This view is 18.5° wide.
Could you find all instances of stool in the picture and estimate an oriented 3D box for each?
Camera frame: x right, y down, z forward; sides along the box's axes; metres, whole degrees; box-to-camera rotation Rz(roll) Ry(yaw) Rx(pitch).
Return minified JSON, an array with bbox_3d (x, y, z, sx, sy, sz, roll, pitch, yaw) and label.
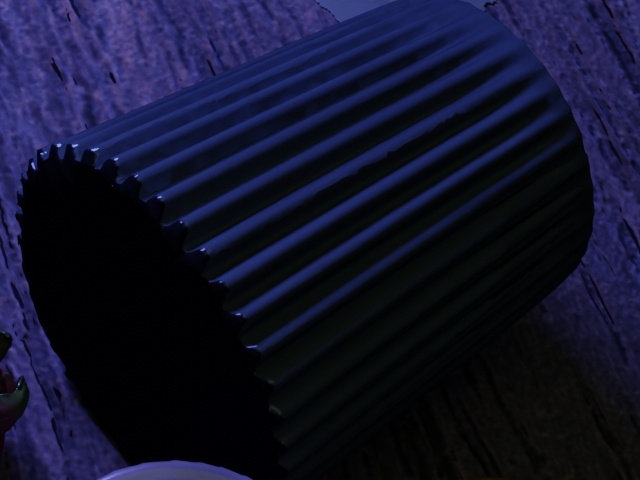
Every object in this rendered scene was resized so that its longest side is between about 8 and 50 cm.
[{"bbox_3d":[0.000,0.000,1.408,0.330,0.297,0.297,-30,68,-30],"label":"stool"}]

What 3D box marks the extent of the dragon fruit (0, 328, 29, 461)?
[{"bbox_3d":[-0.292,0.152,1.349,0.137,0.135,0.236,28,75,0],"label":"dragon fruit"}]

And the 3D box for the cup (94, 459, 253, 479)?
[{"bbox_3d":[-0.135,0.280,1.210,0.288,0.273,0.208,-14,69,-20],"label":"cup"}]

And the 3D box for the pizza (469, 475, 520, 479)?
[{"bbox_3d":[0.154,0.230,1.442,0.123,0.026,0.108,23,59,3],"label":"pizza"}]

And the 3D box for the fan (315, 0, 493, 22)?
[{"bbox_3d":[0.100,-0.197,1.705,0.191,0.009,0.329,-18,63,-21],"label":"fan"}]
